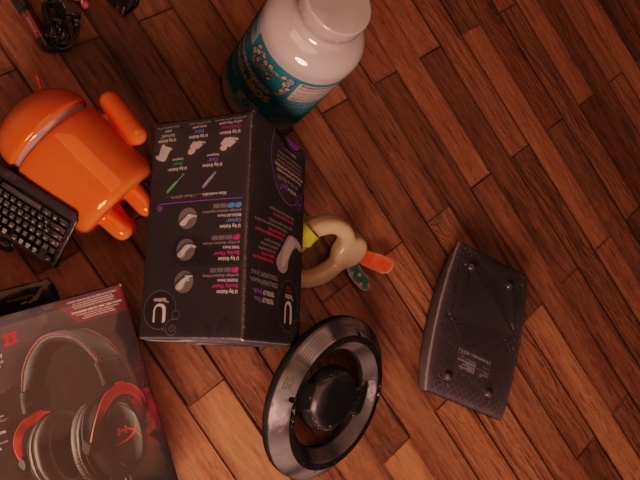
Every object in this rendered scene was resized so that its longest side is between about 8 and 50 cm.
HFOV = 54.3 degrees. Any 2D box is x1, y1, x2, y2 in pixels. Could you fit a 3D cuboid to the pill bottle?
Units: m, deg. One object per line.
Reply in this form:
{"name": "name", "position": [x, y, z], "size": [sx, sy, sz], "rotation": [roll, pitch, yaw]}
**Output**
{"name": "pill bottle", "position": [-0.034, -0.263, 0.869], "size": [0.146, 0.264, 0.146], "rotation": [7, 74, -25]}

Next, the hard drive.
{"name": "hard drive", "position": [0.249, 0.148, 1.028], "size": [0.172, 0.054, 0.254], "rotation": [25, 68, -19]}

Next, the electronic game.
{"name": "electronic game", "position": [0.009, 0.213, 0.848], "size": [0.229, 0.048, 0.229], "rotation": [-18, 115, -44]}

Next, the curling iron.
{"name": "curling iron", "position": [-0.417, -0.373, 0.838], "size": [0.068, 0.035, 0.274], "rotation": [-39, 97, -32]}

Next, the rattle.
{"name": "rattle", "position": [0.000, 0.000, 0.956], "size": [0.200, 0.143, 0.130], "rotation": [1, 109, -41]}

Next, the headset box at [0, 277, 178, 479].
{"name": "headset box", "position": [-0.308, 0.193, 0.710], "size": [0.218, 0.110, 0.293], "rotation": [-15, 85, -28]}

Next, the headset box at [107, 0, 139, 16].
{"name": "headset box", "position": [-0.294, -0.370, 0.882], "size": [0.083, 0.062, 0.032], "rotation": [44, 62, -12]}

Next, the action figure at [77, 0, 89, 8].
{"name": "action figure", "position": [-0.354, -0.378, 0.876], "size": [0.038, 0.030, 0.115], "rotation": [-27, 92, -34]}

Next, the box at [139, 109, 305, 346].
{"name": "box", "position": [-0.116, -0.004, 0.791], "size": [0.165, 0.143, 0.270], "rotation": [29, 60, -65]}

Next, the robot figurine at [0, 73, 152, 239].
{"name": "robot figurine", "position": [-0.300, -0.099, 0.777], "size": [0.219, 0.158, 0.128], "rotation": [44, 36, -10]}

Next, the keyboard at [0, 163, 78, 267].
{"name": "keyboard", "position": [-0.382, -0.033, 0.740], "size": [0.180, 0.108, 0.023], "rotation": [33, 21, 0]}
